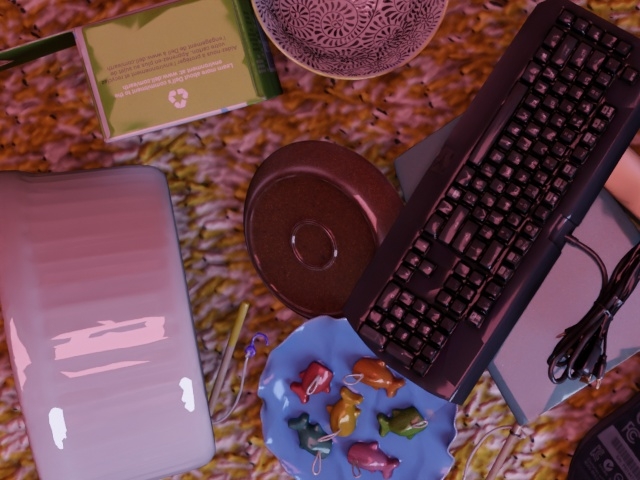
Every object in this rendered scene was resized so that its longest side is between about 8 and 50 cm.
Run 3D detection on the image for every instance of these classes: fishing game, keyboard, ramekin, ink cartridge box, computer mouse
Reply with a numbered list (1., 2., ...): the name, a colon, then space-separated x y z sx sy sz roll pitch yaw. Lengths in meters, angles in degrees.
1. fishing game: 0.031 0.152 1.382 0.264 0.041 0.189 27 118 5
2. keyboard: 0.172 -0.014 1.250 0.201 0.033 0.317 32 90 13
3. ramekin: -0.169 0.070 1.306 0.135 0.277 0.277 -10 94 -4
4. ink cartridge box: -0.171 -0.127 1.327 0.255 0.189 0.097 -16 96 5
5. computer mouse: 0.318 0.168 1.349 0.272 0.072 0.188 -47 61 33

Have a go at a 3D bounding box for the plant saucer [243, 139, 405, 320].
1. plant saucer: 0.000 0.000 1.367 0.168 0.029 0.168 12 115 27

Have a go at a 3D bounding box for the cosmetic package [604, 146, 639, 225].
1. cosmetic package: 0.271 -0.041 1.380 0.115 0.060 0.041 42 95 0

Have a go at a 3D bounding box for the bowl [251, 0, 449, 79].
1. bowl: 0.019 -0.216 1.359 0.170 0.080 0.170 0 90 -9

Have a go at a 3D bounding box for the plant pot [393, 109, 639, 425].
1. plant pot: 0.167 0.005 1.342 0.165 0.165 0.234 -34 86 4
